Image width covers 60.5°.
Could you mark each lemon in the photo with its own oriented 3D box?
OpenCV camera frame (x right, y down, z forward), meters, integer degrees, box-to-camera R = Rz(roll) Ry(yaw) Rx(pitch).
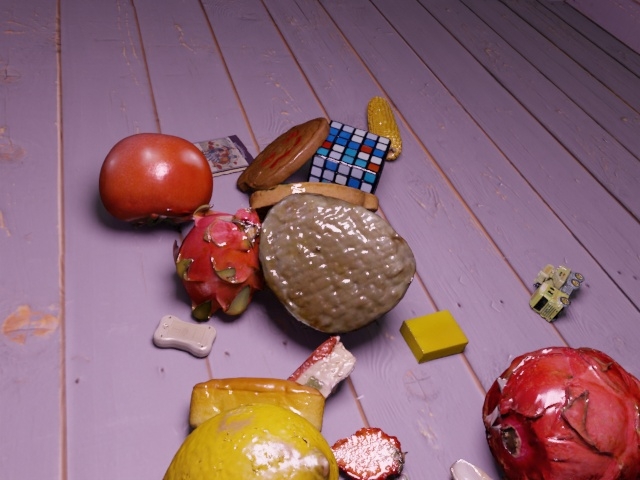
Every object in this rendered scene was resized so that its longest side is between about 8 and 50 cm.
[{"bbox_3d":[-0.100,0.374,0.811,0.258,0.310,0.257,29,37,-25],"label":"lemon"}]

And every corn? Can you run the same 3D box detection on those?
[{"bbox_3d":[0.203,-0.359,1.782,0.102,0.101,0.310,5,41,-10],"label":"corn"}]

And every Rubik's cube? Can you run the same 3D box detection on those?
[{"bbox_3d":[0.074,-0.190,1.512,0.182,0.187,0.184,20,46,4],"label":"Rubik's cube"}]

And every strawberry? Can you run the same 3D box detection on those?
[{"bbox_3d":[0.085,0.399,1.014,0.152,0.048,0.103,0,51,5],"label":"strawberry"}]

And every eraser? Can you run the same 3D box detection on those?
[{"bbox_3d":[0.256,0.216,1.244,0.123,0.045,0.097,-8,49,-22],"label":"eraser"}]

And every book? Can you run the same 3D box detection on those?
[{"bbox_3d":[-0.315,-0.238,1.573,0.231,0.026,0.157,-17,52,-28],"label":"book"}]

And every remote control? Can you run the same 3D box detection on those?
[{"bbox_3d":[-0.279,0.197,1.132,0.122,0.032,0.074,15,44,1],"label":"remote control"}]

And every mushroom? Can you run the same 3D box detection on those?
[{"bbox_3d":[0.308,0.486,0.969,0.084,0.071,0.209,-36,53,-2],"label":"mushroom"}]

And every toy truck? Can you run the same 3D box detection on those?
[{"bbox_3d":[0.595,0.123,1.406,0.100,0.077,0.169,37,49,18],"label":"toy truck"}]

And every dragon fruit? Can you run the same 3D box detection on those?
[{"bbox_3d":[0.454,0.340,1.002,0.302,0.295,0.295,-1,44,-33],"label":"dragon fruit"},{"bbox_3d":[-0.206,0.043,1.180,0.224,0.227,0.224,3,50,-4],"label":"dragon fruit"}]

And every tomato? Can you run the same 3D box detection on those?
[{"bbox_3d":[-0.382,-0.136,1.287,0.256,0.256,0.224,3,87,-12],"label":"tomato"}]

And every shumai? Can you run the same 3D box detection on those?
[{"bbox_3d":[0.021,0.045,1.205,0.330,0.292,0.288,41,6,0],"label":"shumai"}]

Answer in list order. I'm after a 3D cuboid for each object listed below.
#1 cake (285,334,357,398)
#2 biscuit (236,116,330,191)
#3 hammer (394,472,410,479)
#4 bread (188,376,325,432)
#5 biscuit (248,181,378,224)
[{"bbox_3d":[-0.014,0.275,1.062,0.086,0.116,0.220,40,48,16],"label":"cake"},{"bbox_3d":[-0.100,-0.233,1.467,0.273,0.049,0.257,-47,27,-19],"label":"biscuit"},{"bbox_3d":[0.175,0.451,0.998,0.084,0.031,0.052,9,45,-21],"label":"hammer"},{"bbox_3d":[-0.113,0.299,0.990,0.246,0.102,0.094,0,69,7],"label":"bread"},{"bbox_3d":[-0.037,-0.084,1.340,0.344,0.288,0.057,5,75,-47],"label":"biscuit"}]
